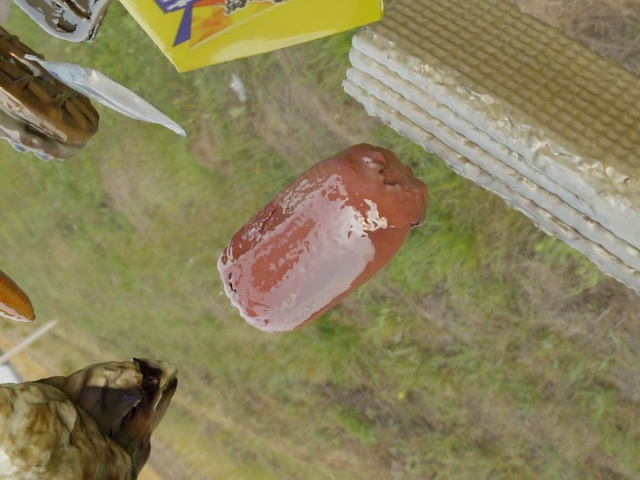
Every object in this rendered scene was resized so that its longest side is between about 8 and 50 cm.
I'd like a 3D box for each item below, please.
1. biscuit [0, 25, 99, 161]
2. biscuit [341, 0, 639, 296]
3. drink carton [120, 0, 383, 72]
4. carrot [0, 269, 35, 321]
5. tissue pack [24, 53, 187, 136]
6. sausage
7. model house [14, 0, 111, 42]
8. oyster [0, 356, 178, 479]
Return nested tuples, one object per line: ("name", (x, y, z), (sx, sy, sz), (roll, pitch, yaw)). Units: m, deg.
("biscuit", (-0.485, -0.243, 1.281), (0.332, 0.103, 0.332), (39, -171, -7))
("biscuit", (0.215, -0.043, 0.590), (0.426, 0.144, 0.078), (36, 143, 19))
("drink carton", (-0.057, -0.201, 0.422), (0.351, 0.155, 0.111), (50, -154, -80))
("carrot", (-0.339, 0.003, 0.760), (0.066, 0.062, 0.271), (45, 162, 49))
("tissue pack", (-0.274, -0.189, 1.102), (0.123, 0.026, 0.193), (20, 176, 39))
("sausage", (0.000, 0.000, 1.019), (0.152, 0.280, 0.152), (46, -162, -19))
("model house", (-0.183, -0.268, 0.624), (0.141, 0.164, 0.203), (25, 160, -26))
("oyster", (-0.197, 0.170, 0.763), (0.094, 0.294, 0.166), (9, 105, 23))
